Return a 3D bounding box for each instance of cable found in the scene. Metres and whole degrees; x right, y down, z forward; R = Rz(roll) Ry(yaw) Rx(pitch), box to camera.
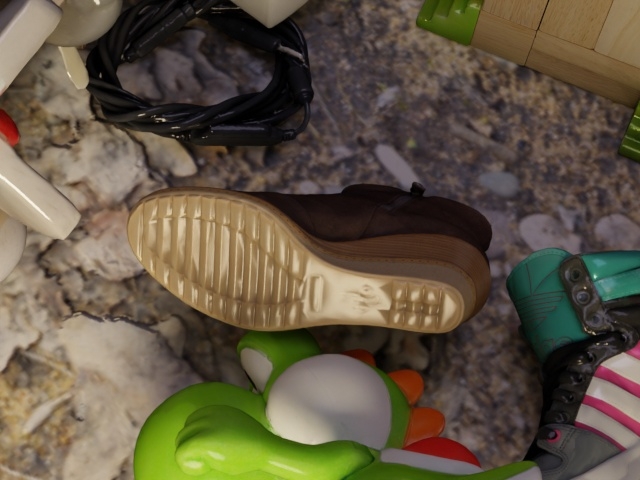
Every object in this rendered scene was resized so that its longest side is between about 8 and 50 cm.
[{"bbox_3d":[-0.098,-0.139,1.442,0.184,0.047,0.151,-1,58,-8],"label":"cable"}]

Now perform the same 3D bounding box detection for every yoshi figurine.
[{"bbox_3d":[-0.006,0.186,1.162,0.203,0.204,0.362,10,22,-29],"label":"yoshi figurine"}]

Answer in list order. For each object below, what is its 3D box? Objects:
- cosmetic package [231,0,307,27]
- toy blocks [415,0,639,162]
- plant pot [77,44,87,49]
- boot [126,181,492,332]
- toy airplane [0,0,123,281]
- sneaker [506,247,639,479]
[{"bbox_3d":[-0.052,-0.299,1.450,0.183,0.151,0.151,38,60,19],"label":"cosmetic package"},{"bbox_3d":[0.285,-0.209,1.414,0.381,0.261,0.191,22,58,6],"label":"toy blocks"},{"bbox_3d":[-0.235,-0.232,1.423,0.165,0.167,0.167,22,58,-5],"label":"plant pot"},{"bbox_3d":[0.000,0.000,1.318,0.248,0.090,0.207,15,17,4],"label":"boot"},{"bbox_3d":[-0.273,-0.057,1.234,0.386,0.272,0.384,-22,44,16],"label":"toy airplane"},{"bbox_3d":[0.172,0.099,1.285,0.295,0.124,0.178,-27,70,-31],"label":"sneaker"}]
